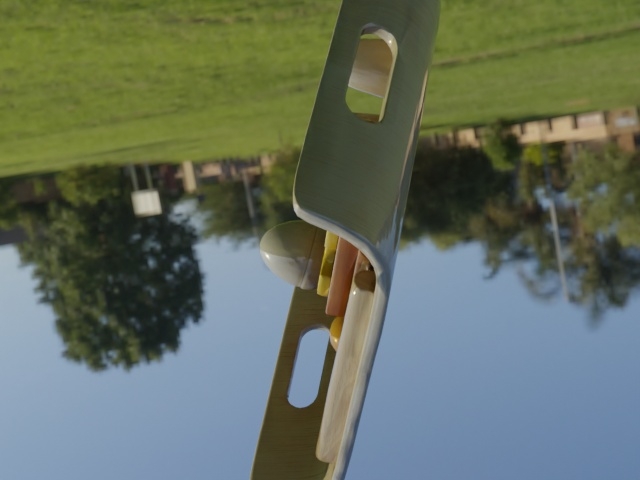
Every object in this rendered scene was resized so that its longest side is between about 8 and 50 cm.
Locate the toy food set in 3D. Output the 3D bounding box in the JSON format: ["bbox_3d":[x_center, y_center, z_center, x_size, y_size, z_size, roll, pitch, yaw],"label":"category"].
[{"bbox_3d":[0.000,0.000,0.710,0.093,0.306,0.219,12,-130,2],"label":"toy food set"}]
